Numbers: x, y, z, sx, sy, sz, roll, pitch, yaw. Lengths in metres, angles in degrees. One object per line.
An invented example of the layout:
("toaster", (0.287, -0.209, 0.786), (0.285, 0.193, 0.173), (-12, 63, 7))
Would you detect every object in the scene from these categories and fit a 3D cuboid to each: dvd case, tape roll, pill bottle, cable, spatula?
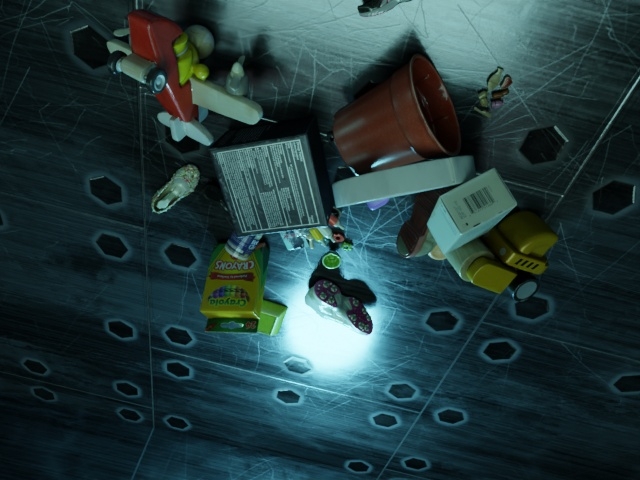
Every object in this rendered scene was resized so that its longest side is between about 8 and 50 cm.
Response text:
("dvd case", (-0.097, -0.018, 1.793), (0.087, 0.013, 0.120), (-9, 126, 18))
("tape roll", (0.225, -0.158, 1.373), (0.391, 0.392, 0.072), (-10, 92, 19))
("pill bottle", (-0.251, -0.025, 1.736), (0.094, 0.094, 0.170), (29, 103, -14))
("cable", (-0.041, -0.107, 1.666), (0.287, 0.072, 0.139), (38, 114, -19))
("spatula", (0.113, -0.219, 1.569), (0.084, 0.030, 0.296), (-26, 120, 28))

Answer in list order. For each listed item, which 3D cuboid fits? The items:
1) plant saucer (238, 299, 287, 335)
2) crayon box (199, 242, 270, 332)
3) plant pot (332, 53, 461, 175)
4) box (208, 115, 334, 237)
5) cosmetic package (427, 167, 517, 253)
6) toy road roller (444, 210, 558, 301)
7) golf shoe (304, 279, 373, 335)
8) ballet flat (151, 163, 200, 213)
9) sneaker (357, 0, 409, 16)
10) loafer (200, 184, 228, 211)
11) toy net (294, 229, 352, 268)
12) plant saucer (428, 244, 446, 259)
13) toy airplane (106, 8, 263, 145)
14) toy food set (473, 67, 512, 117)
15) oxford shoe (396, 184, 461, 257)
("plant saucer", (-0.250, 0.323, 2.095), (0.188, 0.045, 0.188), (18, 131, -5))
("crayon box", (-0.301, 0.163, 1.782), (0.202, 0.319, 0.081), (-2, 151, 12))
("plant pot", (0.194, -0.307, 1.344), (0.264, 0.273, 0.272), (-19, 125, 35))
("box", (-0.133, -0.188, 1.517), (0.293, 0.183, 0.297), (-5, 119, 14))
("cosmetic package", (0.392, -0.067, 1.348), (0.160, 0.113, 0.309), (-28, 169, -1))
("toy road roller", (0.566, 0.018, 1.557), (0.329, 0.203, 0.241), (16, 119, -28))
("golf shoe", (0.071, 0.272, 1.961), (0.306, 0.115, 0.140), (40, 137, -14))
("ballet flat", (-0.492, -0.163, 1.703), (0.091, 0.077, 0.241), (39, 126, -20))
("sneaker", (0.171, -0.603, 1.216), (0.178, 0.072, 0.077), (-18, 113, 15))
("loafer", (-0.329, -0.137, 1.718), (0.170, 0.062, 0.061), (35, 167, -27))
("toy net", (0.000, 0.000, 1.759), (0.232, 0.045, 0.122), (38, 122, -23))
("plant saucer", (0.412, 0.036, 1.742), (0.083, 0.013, 0.084), (5, 131, 6))
("toy airplane", (-0.365, -0.442, 1.352), (0.386, 0.273, 0.384), (36, 166, -30))
("toy food set", (0.471, -0.397, 1.358), (0.077, 0.019, 0.122), (25, 122, -11))
("oxford shoe", (0.370, -0.090, 1.601), (0.130, 0.123, 0.348), (2, 134, -34))
